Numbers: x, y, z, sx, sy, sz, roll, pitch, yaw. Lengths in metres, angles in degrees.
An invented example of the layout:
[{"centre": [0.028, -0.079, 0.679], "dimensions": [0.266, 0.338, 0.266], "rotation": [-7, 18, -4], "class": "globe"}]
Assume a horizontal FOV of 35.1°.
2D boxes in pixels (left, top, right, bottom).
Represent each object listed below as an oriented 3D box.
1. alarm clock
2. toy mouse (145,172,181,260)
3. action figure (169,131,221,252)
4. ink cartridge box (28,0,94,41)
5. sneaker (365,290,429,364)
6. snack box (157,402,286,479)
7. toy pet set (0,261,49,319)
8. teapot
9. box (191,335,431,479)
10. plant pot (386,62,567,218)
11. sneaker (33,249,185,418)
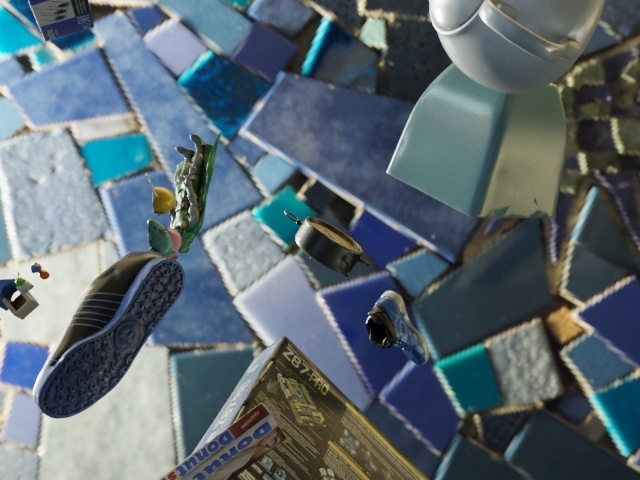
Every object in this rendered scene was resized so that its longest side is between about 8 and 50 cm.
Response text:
[{"centre": [0.000, 0.000, 1.952], "dimensions": [0.192, 0.064, 0.129], "rotation": [40, -166, 21], "class": "alarm clock"}, {"centre": [-0.221, -0.002, 1.446], "dimensions": [0.031, 0.143, 0.161], "rotation": [-2, 163, 2], "class": "toy mouse"}, {"centre": [-0.237, -0.078, 1.810], "dimensions": [0.063, 0.232, 0.137], "rotation": [23, 141, -31], "class": "action figure"}, {"centre": [-0.460, -0.414, 1.791], "dimensions": [0.207, 0.097, 0.046], "rotation": [148, 103, -80], "class": "ink cartridge box"}, {"centre": [0.127, 0.170, 1.730], "dimensions": [0.058, 0.084, 0.152], "rotation": [0, 125, 45], "class": "sneaker"}, {"centre": [-0.121, 0.248, 1.092], "dimensions": [0.022, 0.178, 0.064], "rotation": [47, 168, 38], "class": "snack box"}, {"centre": [-0.496, 0.075, 1.625], "dimensions": [0.065, 0.122, 0.114], "rotation": [46, 173, 18], "class": "toy pet set"}, {"centre": [0.227, -0.317, 1.297], "dimensions": [0.187, 0.252, 0.256], "rotation": [15, 166, -28], "class": "teapot"}, {"centre": [-0.003, 0.393, 1.636], "dimensions": [0.395, 0.318, 0.097], "rotation": [45, 128, -10], "class": "box"}, {"centre": [0.317, -0.202, 1.914], "dimensions": [0.247, 0.252, 0.248], "rotation": [-2, -156, -41], "class": "plant pot"}, {"centre": [-0.258, 0.105, 1.187], "dimensions": [0.090, 0.232, 0.081], "rotation": [14, 145, 46], "class": "sneaker"}]
